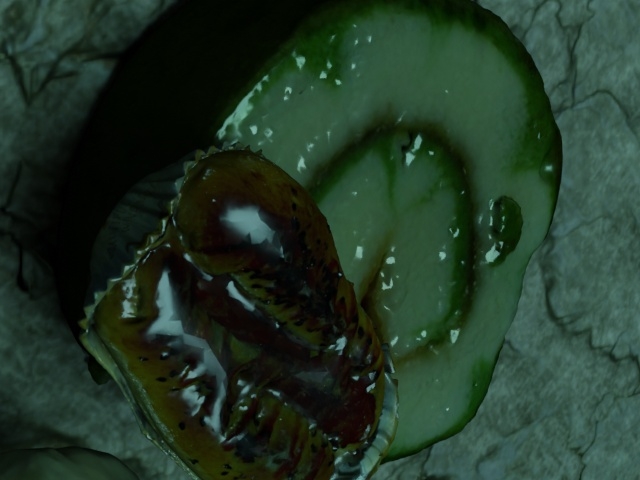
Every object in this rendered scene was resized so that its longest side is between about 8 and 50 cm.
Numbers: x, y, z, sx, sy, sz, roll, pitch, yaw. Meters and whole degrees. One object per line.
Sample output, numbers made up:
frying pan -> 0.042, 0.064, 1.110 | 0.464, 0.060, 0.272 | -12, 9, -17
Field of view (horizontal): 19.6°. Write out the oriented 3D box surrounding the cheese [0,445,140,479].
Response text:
cheese -> -0.174, 0.282, 1.080 | 0.115, 0.318, 0.326 | 20, 79, -60

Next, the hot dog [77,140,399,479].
hot dog -> -0.039, 0.065, 1.098 | 0.162, 0.082, 0.270 | -44, 130, -15

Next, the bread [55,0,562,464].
bread -> 0.000, 0.000, 1.248 | 0.382, 0.129, 0.366 | -28, 126, -31
